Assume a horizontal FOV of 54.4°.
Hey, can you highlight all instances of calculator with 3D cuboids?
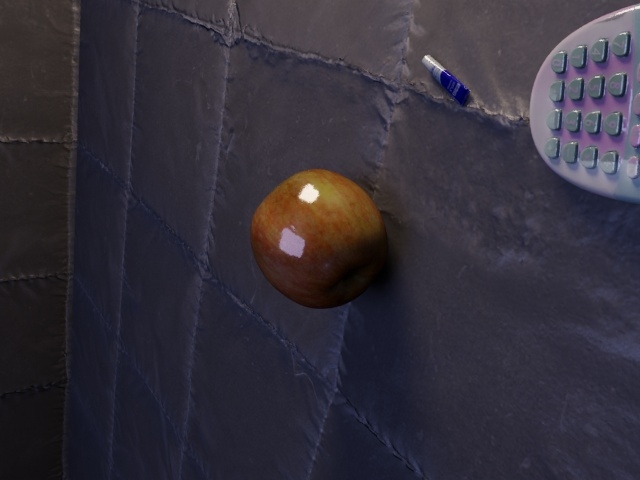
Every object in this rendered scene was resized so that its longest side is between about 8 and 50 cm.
[{"bbox_3d":[0.317,-0.122,0.557,0.299,0.041,0.185,14,106,54],"label":"calculator"}]

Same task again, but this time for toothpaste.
[{"bbox_3d":[0.158,-0.205,0.784,0.083,0.015,0.024,55,143,27],"label":"toothpaste"}]

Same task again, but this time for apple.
[{"bbox_3d":[0.000,0.000,0.884,0.174,0.188,0.188,50,132,33],"label":"apple"}]
